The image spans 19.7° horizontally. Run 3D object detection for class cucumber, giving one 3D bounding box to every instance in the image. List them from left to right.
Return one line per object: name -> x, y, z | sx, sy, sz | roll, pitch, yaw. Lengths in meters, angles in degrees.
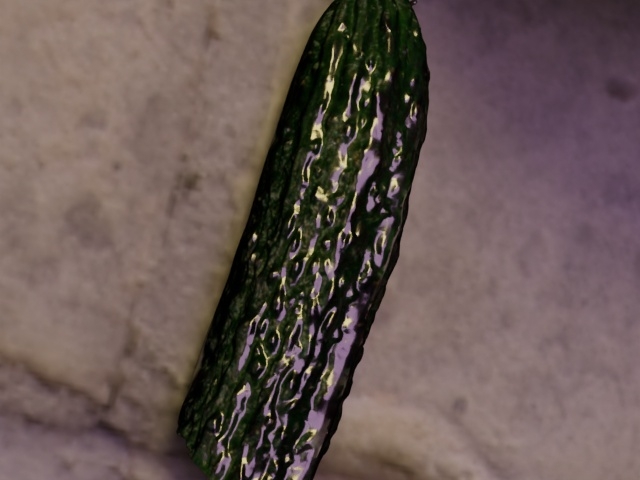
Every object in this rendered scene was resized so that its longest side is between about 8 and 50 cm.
cucumber -> 0.001, 0.001, 0.862 | 0.077, 0.077, 0.265 | 22, 84, -23
